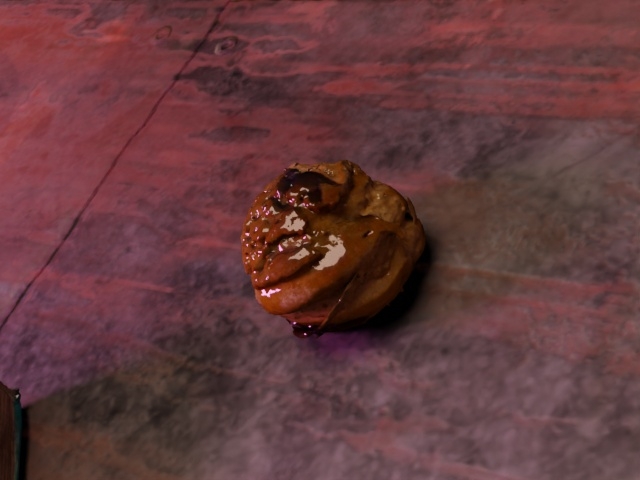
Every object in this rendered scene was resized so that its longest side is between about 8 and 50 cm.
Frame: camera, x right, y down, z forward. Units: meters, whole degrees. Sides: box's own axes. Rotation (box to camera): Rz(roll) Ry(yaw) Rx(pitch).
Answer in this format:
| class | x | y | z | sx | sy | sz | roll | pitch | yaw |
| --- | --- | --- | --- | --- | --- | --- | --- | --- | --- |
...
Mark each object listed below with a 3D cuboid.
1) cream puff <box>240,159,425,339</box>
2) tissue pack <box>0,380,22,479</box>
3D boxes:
| class | x | y | z | sx | sy | sz | roll | pitch | yaw |
| --- | --- | --- | --- | --- | --- | --- | --- | --- | --- |
| cream puff | 0.000 | 0.000 | 1.142 | 0.119 | 0.104 | 0.133 | -49 | 38 | -5 |
| tissue pack | -0.355 | 0.190 | 1.195 | 0.271 | 0.134 | 0.192 | -26 | 40 | 15 |
